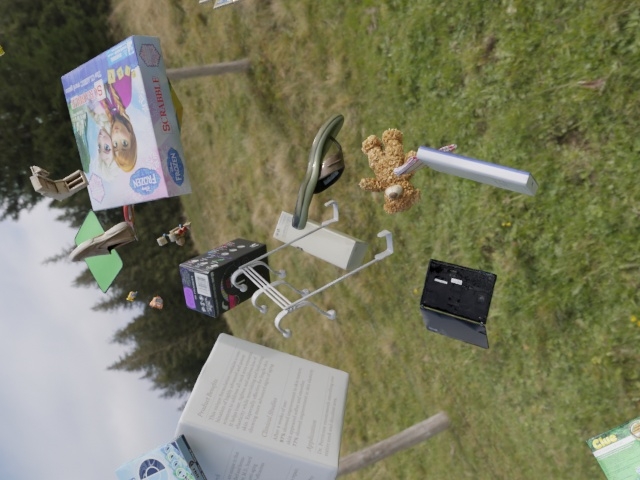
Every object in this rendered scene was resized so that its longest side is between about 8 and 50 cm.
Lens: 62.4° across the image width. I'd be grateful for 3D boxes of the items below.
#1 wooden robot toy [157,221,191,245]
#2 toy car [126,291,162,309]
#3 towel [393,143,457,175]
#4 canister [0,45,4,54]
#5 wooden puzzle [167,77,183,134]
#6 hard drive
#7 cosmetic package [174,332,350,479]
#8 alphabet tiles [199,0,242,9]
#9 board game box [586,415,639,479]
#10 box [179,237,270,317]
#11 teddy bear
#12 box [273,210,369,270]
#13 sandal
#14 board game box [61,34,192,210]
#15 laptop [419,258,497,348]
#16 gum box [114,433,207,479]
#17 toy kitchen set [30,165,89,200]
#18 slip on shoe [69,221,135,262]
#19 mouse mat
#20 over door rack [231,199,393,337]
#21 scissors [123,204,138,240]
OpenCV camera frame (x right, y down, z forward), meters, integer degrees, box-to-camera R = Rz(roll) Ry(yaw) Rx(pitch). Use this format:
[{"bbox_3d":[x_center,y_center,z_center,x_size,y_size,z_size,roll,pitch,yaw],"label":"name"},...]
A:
[{"bbox_3d":[-0.595,-0.011,2.217,0.076,0.173,0.079,-4,115,38],"label":"wooden robot toy"},{"bbox_3d":[-0.580,0.195,1.756,0.060,0.121,0.041,157,132,-76],"label":"toy car"},{"bbox_3d":[0.366,-0.285,1.849,0.029,0.196,0.144,68,157,6],"label":"towel"},{"bbox_3d":[-0.881,-0.524,1.311,0.126,0.073,0.170,13,139,49],"label":"canister"},{"bbox_3d":[-0.470,-0.401,1.628,0.239,0.044,0.221,84,-178,-61],"label":"wooden puzzle"},{"bbox_3d":[0.465,-0.204,1.559,0.318,0.210,0.040,21,96,28],"label":"hard drive"},{"bbox_3d":[-0.162,0.519,1.425,0.329,0.393,0.328,-72,1,-59],"label":"cosmetic package"},{"bbox_3d":[-0.162,-0.734,1.422,0.011,0.342,0.285,59,-151,-48],"label":"alphabet tiles"},{"bbox_3d":[0.805,0.499,1.288,0.030,0.259,0.136,37,-153,-41],"label":"board game box"},{"bbox_3d":[-0.309,0.117,1.761,0.143,0.270,0.166,11,116,35],"label":"box"},{"bbox_3d":[0.270,-0.275,2.050,0.113,0.244,0.338,47,-135,-74],"label":"teddy bear"},{"bbox_3d":[0.000,0.000,1.629,0.275,0.113,0.094,24,97,28],"label":"box"},{"bbox_3d":[0.009,-0.157,1.253,0.120,0.086,0.303,98,-172,-74],"label":"sandal"},{"bbox_3d":[-0.430,-0.237,1.150,0.318,0.065,0.318,-5,99,41],"label":"board game box"},{"bbox_3d":[0.474,0.217,1.801,0.234,0.136,0.265,14,94,32],"label":"laptop"},{"bbox_3d":[-0.357,0.554,1.207,0.157,0.184,0.041,62,-166,3],"label":"gum box"},{"bbox_3d":[-0.546,-0.136,1.095,0.068,0.075,0.083,61,-178,12],"label":"toy kitchen set"},{"bbox_3d":[-0.443,0.012,1.078,0.041,0.135,0.051,57,167,4],"label":"slip on shoe"},{"bbox_3d":[-0.595,0.031,1.412,0.152,0.007,0.190,-44,73,35],"label":"mouse mat"},{"bbox_3d":[-0.014,0.065,1.212,0.239,0.324,0.108,33,154,49],"label":"over door rack"},{"bbox_3d":[-0.735,-0.063,2.052,0.297,0.021,0.109,106,165,-46],"label":"scissors"}]
